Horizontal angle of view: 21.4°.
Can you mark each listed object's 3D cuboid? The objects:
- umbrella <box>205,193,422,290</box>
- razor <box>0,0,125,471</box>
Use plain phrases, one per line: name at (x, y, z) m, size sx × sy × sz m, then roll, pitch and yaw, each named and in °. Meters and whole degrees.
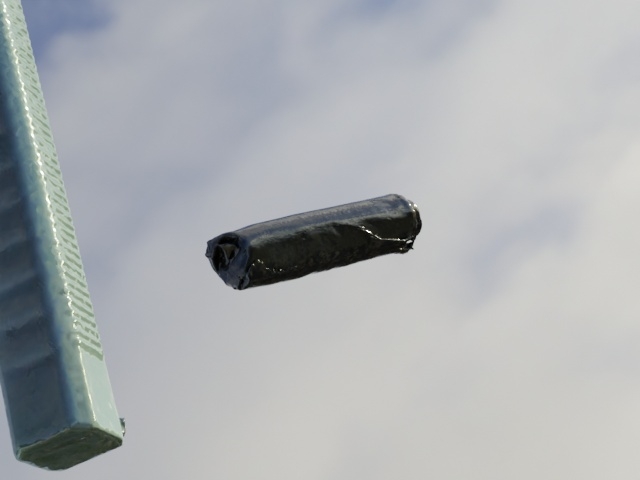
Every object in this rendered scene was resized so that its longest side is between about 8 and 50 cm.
umbrella at (0.001, 0.001, 0.867) m, size 0.133 × 0.036 × 0.031 m, roll -15°, pitch -15°, yaw -39°
razor at (-0.107, -0.055, 0.565) m, size 0.111 × 0.278 × 0.056 m, roll -24°, pitch -34°, yaw 14°
